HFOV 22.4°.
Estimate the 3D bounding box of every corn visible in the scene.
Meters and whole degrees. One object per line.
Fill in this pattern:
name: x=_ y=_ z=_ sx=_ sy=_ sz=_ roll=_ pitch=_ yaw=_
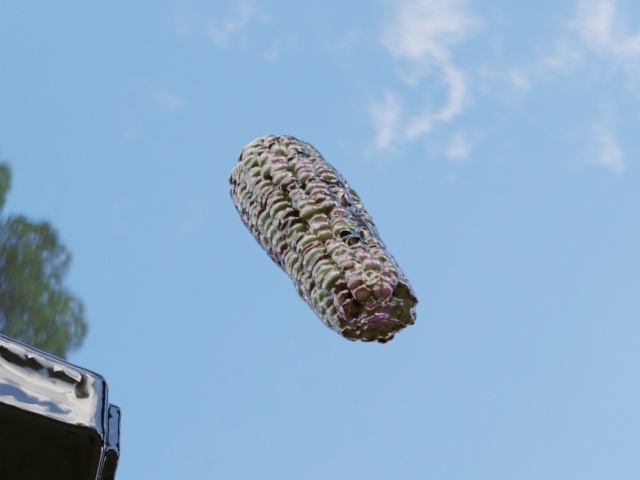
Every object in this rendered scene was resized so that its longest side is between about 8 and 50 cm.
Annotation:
corn: x=0.000 y=0.000 z=1.284 sx=0.092 sy=0.280 sz=0.092 roll=-10 pitch=-58 yaw=-17

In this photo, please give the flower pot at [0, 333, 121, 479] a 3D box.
flower pot: x=-0.137 y=0.105 z=0.607 sx=0.084 sy=0.251 sz=0.179 roll=14 pitch=-99 yaw=-17
